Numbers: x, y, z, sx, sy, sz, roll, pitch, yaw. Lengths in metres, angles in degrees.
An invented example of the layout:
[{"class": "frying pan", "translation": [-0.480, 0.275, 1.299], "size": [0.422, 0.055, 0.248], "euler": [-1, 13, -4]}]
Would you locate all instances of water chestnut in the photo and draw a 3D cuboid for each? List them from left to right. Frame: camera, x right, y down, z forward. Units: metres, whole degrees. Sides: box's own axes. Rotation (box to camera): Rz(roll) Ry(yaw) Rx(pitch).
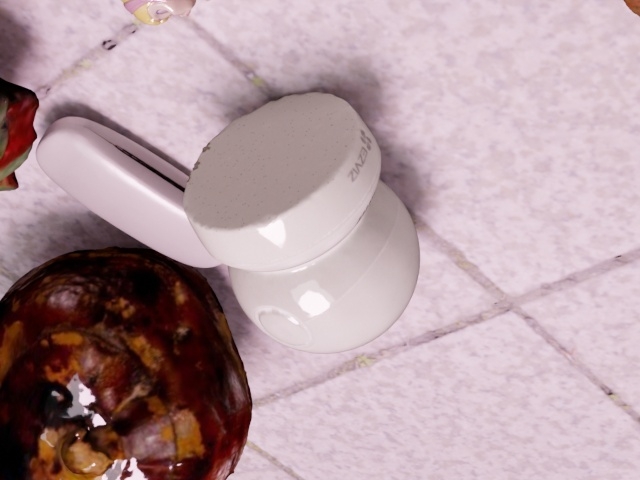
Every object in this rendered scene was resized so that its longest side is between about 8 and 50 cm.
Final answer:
[{"class": "water chestnut", "translation": [-0.224, 0.169, 1.448], "size": [0.335, 0.347, 0.335], "euler": [3, 97, 22]}]

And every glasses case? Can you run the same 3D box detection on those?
[{"class": "glasses case", "translation": [-0.187, -0.048, 1.322], "size": [0.233, 0.059, 0.092], "euler": [32, 140, -19]}]

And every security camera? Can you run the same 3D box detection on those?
[{"class": "security camera", "translation": [0.000, 0.000, 1.211], "size": [0.194, 0.194, 0.236], "euler": [-9, 135, 28]}]

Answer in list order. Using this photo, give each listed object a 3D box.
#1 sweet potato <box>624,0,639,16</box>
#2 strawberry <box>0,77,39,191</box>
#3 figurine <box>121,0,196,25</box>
[{"class": "sweet potato", "translation": [0.256, -0.250, 0.934], "size": [0.078, 0.058, 0.255], "euler": [-3, 146, -8]}, {"class": "strawberry", "translation": [-0.456, -0.114, 1.185], "size": [0.310, 0.292, 0.292], "euler": [33, 146, 21]}, {"class": "figurine", "translation": [-0.101, -0.231, 1.073], "size": [0.187, 0.083, 0.083], "euler": [-2, 138, 31]}]
